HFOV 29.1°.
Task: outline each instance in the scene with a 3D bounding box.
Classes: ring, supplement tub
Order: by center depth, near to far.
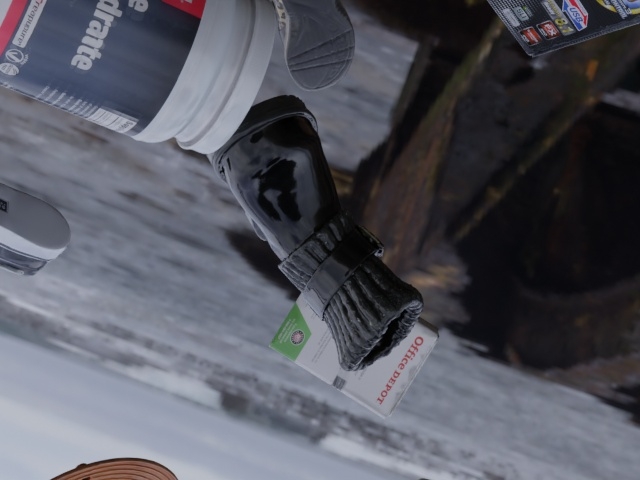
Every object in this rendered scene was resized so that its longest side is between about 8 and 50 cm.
[{"bbox_3d":[-0.199,-0.207,1.167,0.272,0.191,0.191,21,172,-25],"label":"supplement tub"},{"bbox_3d":[-0.368,0.448,1.891,0.336,0.336,0.032,31,-164,-48],"label":"ring"}]

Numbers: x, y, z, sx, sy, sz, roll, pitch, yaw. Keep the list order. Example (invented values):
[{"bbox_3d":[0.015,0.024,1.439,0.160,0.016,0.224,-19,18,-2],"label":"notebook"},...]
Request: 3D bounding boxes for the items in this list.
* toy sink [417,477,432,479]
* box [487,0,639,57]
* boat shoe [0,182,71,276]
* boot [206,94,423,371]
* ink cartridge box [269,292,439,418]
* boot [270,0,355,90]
[{"bbox_3d":[0.119,0.455,1.736,0.153,0.234,0.131,30,166,-29],"label":"toy sink"},{"bbox_3d":[0.258,-0.345,1.385,0.216,0.060,0.270,-11,131,46],"label":"box"},{"bbox_3d":[-0.461,-0.041,1.518,0.301,0.108,0.102,27,127,-32],"label":"boat shoe"},{"bbox_3d":[0.004,-0.002,1.449,0.260,0.131,0.348,57,178,22],"label":"boot"},{"bbox_3d":[0.056,0.153,1.936,0.219,0.160,0.092,33,-174,4],"label":"ink cartridge box"},{"bbox_3d":[-0.048,-0.494,2.324,0.138,0.284,0.377,-19,143,0],"label":"boot"}]
